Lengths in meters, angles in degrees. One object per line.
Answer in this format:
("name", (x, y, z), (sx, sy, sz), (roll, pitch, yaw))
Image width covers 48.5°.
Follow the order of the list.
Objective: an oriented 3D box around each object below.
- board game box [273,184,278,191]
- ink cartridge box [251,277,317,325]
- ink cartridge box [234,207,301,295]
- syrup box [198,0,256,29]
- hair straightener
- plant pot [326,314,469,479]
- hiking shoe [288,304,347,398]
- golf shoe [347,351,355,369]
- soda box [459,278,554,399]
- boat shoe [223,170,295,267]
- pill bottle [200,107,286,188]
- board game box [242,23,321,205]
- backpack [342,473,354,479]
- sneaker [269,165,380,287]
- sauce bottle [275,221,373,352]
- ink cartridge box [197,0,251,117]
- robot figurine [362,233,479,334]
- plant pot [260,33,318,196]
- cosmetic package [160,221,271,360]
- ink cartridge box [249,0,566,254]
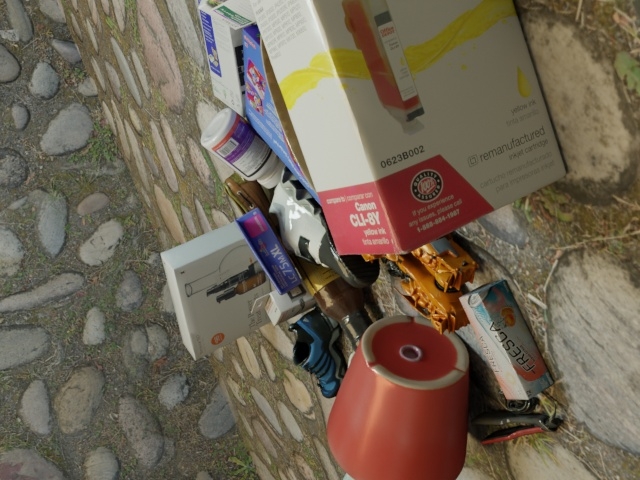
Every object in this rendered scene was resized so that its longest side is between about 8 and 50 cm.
("board game box", (-0.159, -0.178, 1.825), (0.186, 0.026, 0.126), (13, 124, 62))
("ink cartridge box", (-0.075, 0.151, 1.759), (0.060, 0.180, 0.104), (59, 157, 16))
("ink cartridge box", (-0.109, 0.028, 1.559), (0.186, 0.065, 0.311), (59, 179, 2))
("syrup box", (-0.143, -0.481, 1.363), (0.237, 0.093, 0.096), (12, 79, 62))
("hair straightener", (0.322, 0.292, 1.199), (0.089, 0.047, 0.230), (62, 157, 8))
("plant pot", (0.155, 0.291, 1.319), (0.275, 0.275, 0.243), (44, 139, 42))
("hiking shoe", (-0.016, 0.299, 1.836), (0.113, 0.132, 0.304), (38, 144, 49))
("golf shoe", (0.088, 0.336, 1.729), (0.086, 0.067, 0.186), (39, 146, 50))
("soda box", (0.292, 0.158, 1.120), (0.183, 0.058, 0.063), (64, 157, 3))
("boat shoe", (-0.148, -0.044, 1.784), (0.110, 0.104, 0.307), (20, 141, 60))
("pill bottle", (-0.168, -0.205, 1.627), (0.193, 0.108, 0.108), (38, 173, -31))
("board game box", (-0.038, -0.250, 1.423), (0.347, 0.078, 0.233), (51, 153, 33))
("backpack", (0.146, 0.575, 1.676), (0.144, 0.188, 0.166), (41, 146, 45))
("sneaker", (0.000, 0.000, 1.472), (0.330, 0.122, 0.146), (54, 127, 35))
("sauce bottle", (0.023, 0.090, 1.576), (0.344, 0.111, 0.111), (60, 157, 15))
("ink cartridge box", (-0.212, -0.462, 1.618), (0.165, 0.065, 0.333), (43, 149, 44))
("robot figurine", (0.156, 0.022, 1.252), (0.291, 0.085, 0.211), (44, 148, 41))
("plant pot", (0.049, -0.220, 1.088), (0.284, 0.191, 0.284), (157, 90, -79))
("cosmetic package", (-0.292, 0.144, 2.098), (0.097, 0.284, 0.377), (45, 150, 42))
("ink cartridge box", (0.105, -0.208, 0.887), (0.160, 0.279, 0.385), (-2, 110, 65))
